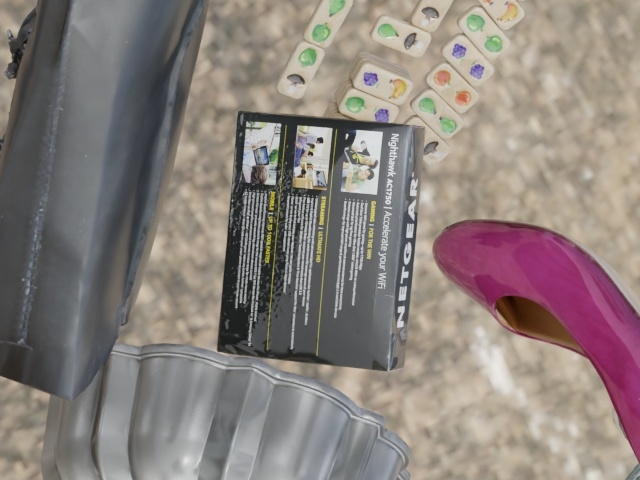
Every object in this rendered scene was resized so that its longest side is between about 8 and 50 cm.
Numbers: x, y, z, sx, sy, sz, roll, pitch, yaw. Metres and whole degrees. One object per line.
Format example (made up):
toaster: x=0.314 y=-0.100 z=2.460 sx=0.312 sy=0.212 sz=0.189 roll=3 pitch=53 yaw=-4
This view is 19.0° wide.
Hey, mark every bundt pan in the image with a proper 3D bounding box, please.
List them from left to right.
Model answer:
bundt pan: x=-0.091 y=0.215 z=1.655 sx=0.331 sy=0.331 sz=0.124 roll=29 pitch=60 yaw=-29

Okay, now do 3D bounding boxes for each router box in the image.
router box: x=0.000 y=0.000 z=1.380 sx=0.046 sy=0.133 sz=0.178 roll=-2 pitch=98 yaw=-72

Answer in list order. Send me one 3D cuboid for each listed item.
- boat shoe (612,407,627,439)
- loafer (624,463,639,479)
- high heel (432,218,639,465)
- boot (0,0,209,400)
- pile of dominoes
boat shoe: x=0.355 y=0.185 z=1.679 sx=0.206 sy=0.065 sz=0.075 roll=23 pitch=93 yaw=-15
loafer: x=0.289 y=0.319 z=1.808 sx=0.096 sy=0.084 sz=0.267 roll=19 pitch=86 yaw=-4
high heel: x=0.187 y=0.103 z=1.392 sx=0.127 sy=0.377 sz=0.181 roll=37 pitch=79 yaw=-40
boot: x=-0.103 y=-0.157 z=1.297 sx=0.146 sy=0.445 sz=0.367 roll=21 pitch=29 yaw=16
pile of dominoes: x=0.091 y=-0.194 z=1.835 sx=0.196 sy=0.251 sz=0.040 roll=20 pitch=24 yaw=-21
